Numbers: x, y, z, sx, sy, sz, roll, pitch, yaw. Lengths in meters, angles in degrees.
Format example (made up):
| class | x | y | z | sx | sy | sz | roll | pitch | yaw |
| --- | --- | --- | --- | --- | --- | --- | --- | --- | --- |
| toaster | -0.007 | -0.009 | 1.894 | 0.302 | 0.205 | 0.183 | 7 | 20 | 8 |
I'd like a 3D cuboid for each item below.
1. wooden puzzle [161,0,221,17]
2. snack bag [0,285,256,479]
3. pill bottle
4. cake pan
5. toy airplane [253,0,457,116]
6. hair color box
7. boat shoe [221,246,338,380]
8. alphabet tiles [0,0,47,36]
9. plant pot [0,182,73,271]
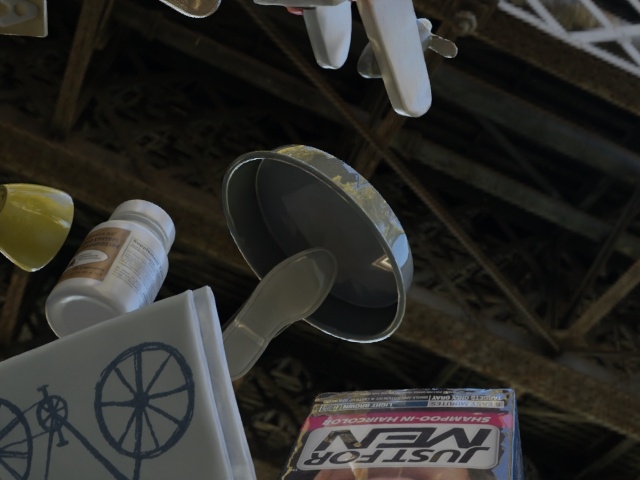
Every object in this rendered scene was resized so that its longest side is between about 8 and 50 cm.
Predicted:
| class | x | y | z | sx | sy | sz | roll | pitch | yaw |
| --- | --- | --- | --- | --- | --- | --- | --- | --- | --- |
| wooden puzzle | -0.269 | -0.497 | 1.277 | 0.348 | 0.322 | 0.080 | 21 | -21 | -40 |
| snack bag | -0.183 | 0.241 | 0.745 | 0.323 | 0.342 | 0.037 | -21 | -16 | 19 |
| pill bottle | -0.295 | 0.046 | 1.408 | 0.131 | 0.229 | 0.131 | 7 | -51 | 9 |
| cake pan | 0.000 | 0.000 | 1.223 | 0.293 | 0.054 | 0.293 | 30 | -36 | 25 |
| toy airplane | 0.073 | -0.388 | 1.256 | 0.384 | 0.272 | 0.386 | 17 | -76 | -35 |
| hair color box | 0.049 | 0.224 | 0.657 | 0.174 | 0.347 | 0.105 | -4 | -72 | 13 |
| boat shoe | -0.064 | 0.082 | 1.185 | 0.075 | 0.206 | 0.065 | 46 | -9 | -15 |
| alphabet tiles | -0.458 | -0.310 | 1.007 | 0.342 | 0.011 | 0.285 | 4 | -66 | -2 |
| plant pot | -0.451 | -0.033 | 1.450 | 0.134 | 0.134 | 0.095 | -22 | -37 | 32 |
